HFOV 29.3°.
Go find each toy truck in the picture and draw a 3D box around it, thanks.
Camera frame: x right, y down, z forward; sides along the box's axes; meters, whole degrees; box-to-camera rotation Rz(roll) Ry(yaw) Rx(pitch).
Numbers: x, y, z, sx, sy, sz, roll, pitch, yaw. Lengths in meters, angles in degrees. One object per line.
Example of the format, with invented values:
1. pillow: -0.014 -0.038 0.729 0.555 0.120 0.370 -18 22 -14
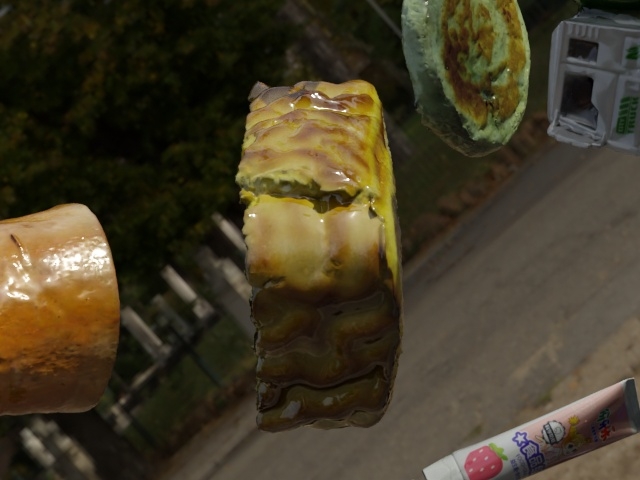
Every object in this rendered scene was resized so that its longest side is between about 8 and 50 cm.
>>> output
1. toy truck: 0.176 -0.163 0.611 0.101 0.125 0.243 -30 -51 -53

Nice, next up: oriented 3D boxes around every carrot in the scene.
1. carrot: -0.319 0.065 1.027 0.254 0.196 0.196 -4 -22 -34

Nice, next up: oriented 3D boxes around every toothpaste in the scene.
1. toothpaste: 0.184 0.177 1.045 0.194 0.067 0.043 -22 35 -2

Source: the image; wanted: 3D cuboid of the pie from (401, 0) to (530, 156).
1. pie: 0.153 -0.202 1.270 0.054 0.241 0.240 -5 24 35

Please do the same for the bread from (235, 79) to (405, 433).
1. bread: 0.000 0.000 0.767 0.222 0.096 0.181 -91 0 -57
